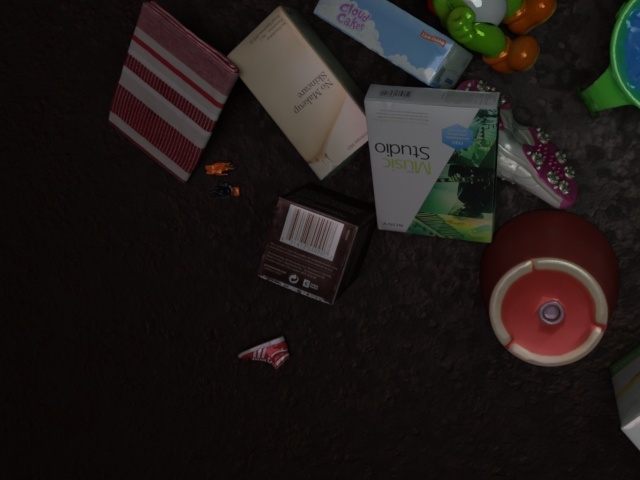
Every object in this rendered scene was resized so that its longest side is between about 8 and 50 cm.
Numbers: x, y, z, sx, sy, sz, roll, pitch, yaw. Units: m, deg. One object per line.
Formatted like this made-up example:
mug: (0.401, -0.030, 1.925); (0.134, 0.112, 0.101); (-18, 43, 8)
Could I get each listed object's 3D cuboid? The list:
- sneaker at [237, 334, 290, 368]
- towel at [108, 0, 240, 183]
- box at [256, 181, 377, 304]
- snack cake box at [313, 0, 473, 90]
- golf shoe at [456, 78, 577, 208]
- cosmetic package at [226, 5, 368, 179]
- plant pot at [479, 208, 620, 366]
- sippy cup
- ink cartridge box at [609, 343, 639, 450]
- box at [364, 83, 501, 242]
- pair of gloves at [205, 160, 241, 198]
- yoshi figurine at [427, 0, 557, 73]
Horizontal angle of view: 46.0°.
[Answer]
sneaker: (-0.124, 0.260, 1.684); (0.118, 0.042, 0.067); (-22, 91, 18)
towel: (-0.313, -0.299, 1.569); (0.237, 0.037, 0.329); (39, 133, 5)
box: (0.000, 0.000, 1.503); (0.168, 0.203, 0.167); (21, 107, 12)
snack cake box: (0.135, -0.377, 1.383); (0.264, 0.152, 0.089); (37, 108, 18)
golf shoe: (0.349, -0.164, 1.426); (0.306, 0.115, 0.140); (45, 138, -1)
cosmetic package: (-0.023, -0.291, 1.496); (0.160, 0.113, 0.309); (-40, 87, 21)
plant pot: (0.415, 0.097, 1.375); (0.275, 0.243, 0.275); (4, 103, 16)
sippy cup: (0.590, -0.316, 1.240); (0.305, 0.224, 0.240); (7, 103, 15)
ink cartridge box: (0.620, 0.322, 1.301); (0.119, 0.353, 0.207); (-43, 87, 20)
box: (0.209, -0.136, 1.398); (0.232, 0.058, 0.322); (7, 138, 18)
pair of gloves: (-0.211, -0.132, 1.642); (0.074, 0.010, 0.083); (-4, 103, 17)
yoshi figurine: (0.243, -0.442, 1.261); (0.362, 0.203, 0.203); (27, 117, -22)
